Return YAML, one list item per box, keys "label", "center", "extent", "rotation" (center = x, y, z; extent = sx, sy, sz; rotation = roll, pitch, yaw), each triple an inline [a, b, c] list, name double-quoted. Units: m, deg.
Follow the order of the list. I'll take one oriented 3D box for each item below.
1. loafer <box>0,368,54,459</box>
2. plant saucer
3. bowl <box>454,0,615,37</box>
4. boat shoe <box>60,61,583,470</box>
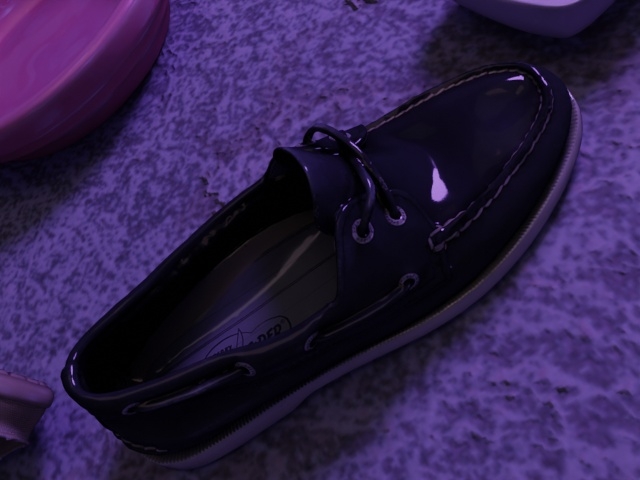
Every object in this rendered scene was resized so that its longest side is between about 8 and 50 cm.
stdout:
- label: "loafer"
  center: [-0.291, 0.151, 0.450]
  extent: [0.268, 0.102, 0.092]
  rotation: [-22, 54, 28]
- label: "plant saucer"
  center: [-0.281, -0.208, 0.666]
  extent: [0.331, 0.084, 0.332]
  rotation: [-14, 57, 22]
- label: "bowl"
  center: [0.158, -0.200, 0.436]
  extent: [0.142, 0.053, 0.142]
  rotation: [-47, 52, -4]
- label: "boat shoe"
  center: [-0.002, -0.002, 0.366]
  extent: [0.340, 0.113, 0.127]
  rotation: [-35, 51, 6]
